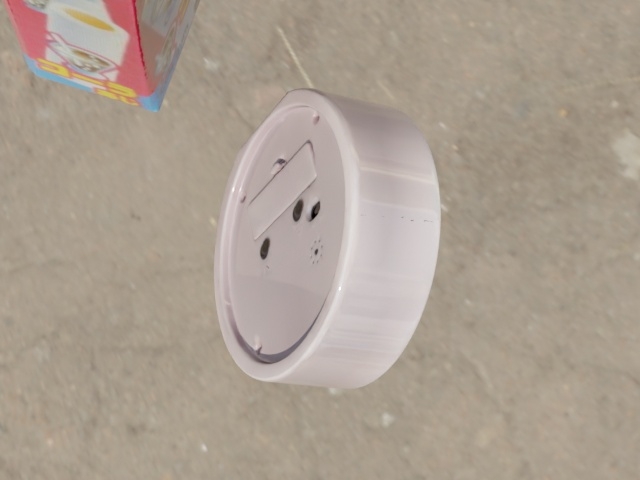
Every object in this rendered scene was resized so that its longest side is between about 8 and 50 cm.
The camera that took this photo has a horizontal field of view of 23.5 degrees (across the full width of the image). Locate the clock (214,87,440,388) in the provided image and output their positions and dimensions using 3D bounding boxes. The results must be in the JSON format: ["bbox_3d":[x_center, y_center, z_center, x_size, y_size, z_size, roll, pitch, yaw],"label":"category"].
[{"bbox_3d":[0.000,0.000,1.031,0.068,0.197,0.196,10,108,-28],"label":"clock"}]

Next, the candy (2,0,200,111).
[{"bbox_3d":[-0.120,-0.198,0.892,0.100,0.306,0.157,19,77,2],"label":"candy"}]
